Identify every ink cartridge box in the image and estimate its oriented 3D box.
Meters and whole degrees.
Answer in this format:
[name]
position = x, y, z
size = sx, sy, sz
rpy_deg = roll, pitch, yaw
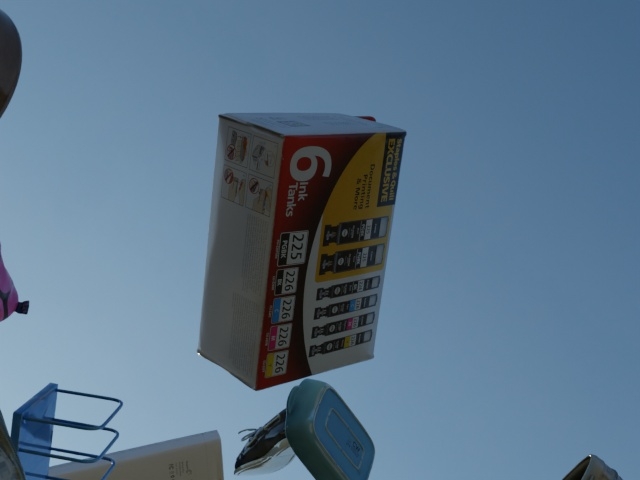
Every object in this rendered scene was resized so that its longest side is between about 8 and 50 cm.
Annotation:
[ink cartridge box]
position = 0.000, 0.000, 1.129
size = 0.130, 0.271, 0.310
rpy_deg = 23, -67, 43

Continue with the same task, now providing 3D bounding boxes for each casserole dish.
[casserole dish]
position = 0.019, 0.264, 1.177
size = 0.037, 0.114, 0.188
rpy_deg = -15, -58, 32

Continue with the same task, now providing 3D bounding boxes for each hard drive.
[hard drive]
position = -0.379, 0.537, 1.873
size = 0.353, 0.047, 0.233
rpy_deg = -9, -62, -17

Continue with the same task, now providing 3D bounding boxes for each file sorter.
[file sorter]
position = -0.311, 0.279, 1.082
size = 0.104, 0.118, 0.170
rpy_deg = 10, -82, 3

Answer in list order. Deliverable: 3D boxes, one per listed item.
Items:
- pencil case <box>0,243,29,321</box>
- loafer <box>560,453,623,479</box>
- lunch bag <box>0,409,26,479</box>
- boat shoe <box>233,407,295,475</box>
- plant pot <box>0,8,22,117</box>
[pencil case]
position = -0.412, 0.006, 1.039
size = 0.095, 0.098, 0.209
rpy_deg = -9, -55, -6
[loafer]
position = 0.319, 0.447, 1.334
size = 0.319, 0.112, 0.111
rpy_deg = -40, -85, -4
[lunch bag]
position = -0.432, 0.294, 0.844
size = 0.212, 0.305, 0.256
rpy_deg = 3, -76, 37
[boat shoe]
position = -0.097, 0.378, 1.657
size = 0.095, 0.079, 0.254
rpy_deg = -1, -28, -27
[plant pot]
position = -0.537, -0.241, 1.072
size = 0.263, 0.263, 0.229
rpy_deg = -17, -29, 17
